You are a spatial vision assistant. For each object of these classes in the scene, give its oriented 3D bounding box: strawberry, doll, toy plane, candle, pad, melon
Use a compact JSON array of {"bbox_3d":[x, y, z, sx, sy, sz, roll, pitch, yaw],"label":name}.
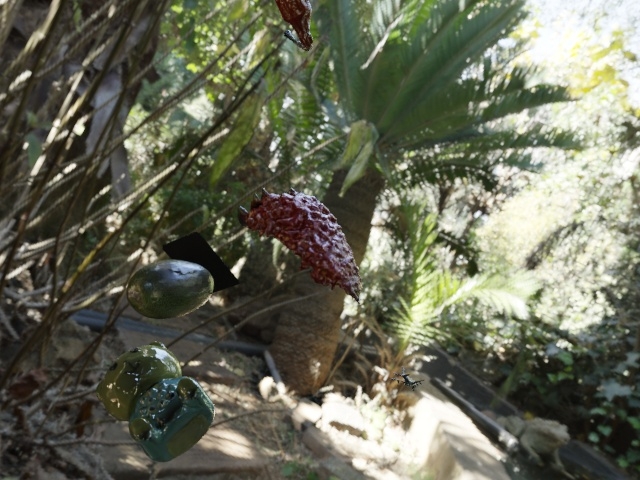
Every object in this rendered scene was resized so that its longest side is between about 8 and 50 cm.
[{"bbox_3d":[0.000,0.000,1.080,0.306,0.138,0.233,33,1,26],"label":"strawberry"},{"bbox_3d":[-0.354,0.330,1.132,0.260,0.177,0.162,29,-30,36],"label":"doll"},{"bbox_3d":[0.181,0.287,1.089,0.077,0.024,0.084,-6,-43,32],"label":"toy plane"},{"bbox_3d":[-0.045,-0.295,0.610,0.048,0.162,0.053,-10,25,27],"label":"candle"},{"bbox_3d":[-0.259,0.053,1.154,0.157,0.112,0.003,55,30,-27],"label":"pad"},{"bbox_3d":[-0.251,0.081,0.905,0.099,0.099,0.162,31,20,29],"label":"melon"}]
